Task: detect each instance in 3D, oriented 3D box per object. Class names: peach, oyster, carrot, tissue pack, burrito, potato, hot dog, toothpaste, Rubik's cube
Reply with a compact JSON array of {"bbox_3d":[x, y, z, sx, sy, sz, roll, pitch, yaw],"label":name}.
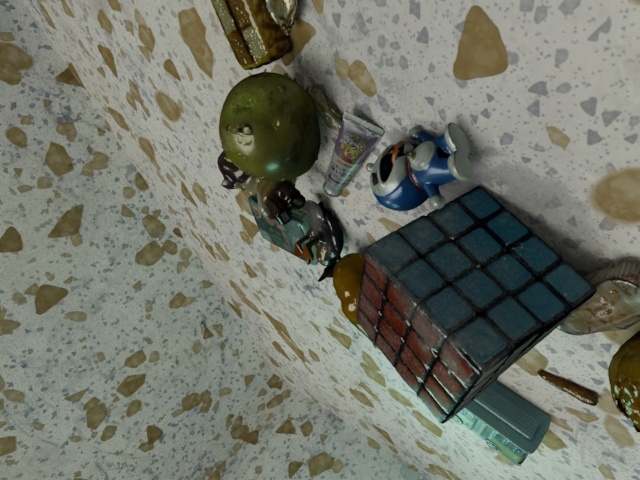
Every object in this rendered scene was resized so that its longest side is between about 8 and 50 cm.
[{"bbox_3d":[0.134,0.159,1.499,0.251,0.153,0.251,-20,-90,-79],"label":"peach"},{"bbox_3d":[-0.084,-0.563,1.032,0.103,0.051,0.148,36,136,28],"label":"oyster"},{"bbox_3d":[0.683,0.407,1.228,0.165,0.035,0.036,25,145,42],"label":"carrot"},{"bbox_3d":[-0.135,-0.053,1.733,0.315,0.103,0.228,26,147,38],"label":"tissue pack"},{"bbox_3d":[0.014,-0.353,1.181,0.149,0.041,0.055,50,163,-12],"label":"burrito"},{"bbox_3d":[-0.122,-0.276,1.193,0.219,0.270,0.359,41,178,20],"label":"potato"},{"bbox_3d":[0.598,0.132,0.942,0.144,0.075,0.268,42,151,5],"label":"hot dog"},{"bbox_3d":[0.075,-0.228,1.233,0.114,0.073,0.299,27,148,0],"label":"toothpaste"},{"bbox_3d":[0.314,0.145,1.013,0.344,0.337,0.344,50,157,27],"label":"Rubik's cube"}]

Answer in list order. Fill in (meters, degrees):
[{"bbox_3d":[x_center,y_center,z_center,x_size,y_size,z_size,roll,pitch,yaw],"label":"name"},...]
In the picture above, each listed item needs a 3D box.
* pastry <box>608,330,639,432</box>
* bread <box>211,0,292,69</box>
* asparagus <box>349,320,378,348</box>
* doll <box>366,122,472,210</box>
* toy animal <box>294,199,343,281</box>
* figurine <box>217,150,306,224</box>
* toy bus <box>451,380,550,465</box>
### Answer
[{"bbox_3d":[0.754,0.305,0.849,0.356,0.164,0.356,34,147,25],"label":"pastry"},{"bbox_3d":[-0.182,-0.562,1.135,0.181,0.096,0.222,13,137,45],"label":"bread"},{"bbox_3d":[0.253,0.410,1.807,0.343,0.085,0.082,39,149,19],"label":"asparagus"},{"bbox_3d":[0.219,-0.158,1.005,0.161,0.215,0.257,18,155,-29],"label":"doll"},{"bbox_3d":[0.000,0.000,1.535,0.122,0.185,0.298,9,110,51],"label":"toy animal"},{"bbox_3d":[-0.173,-0.207,1.440,0.365,0.206,0.218,45,111,22],"label":"figurine"},{"bbox_3d":[0.576,0.583,1.489,0.312,0.152,0.190,33,150,28],"label":"toy bus"}]
